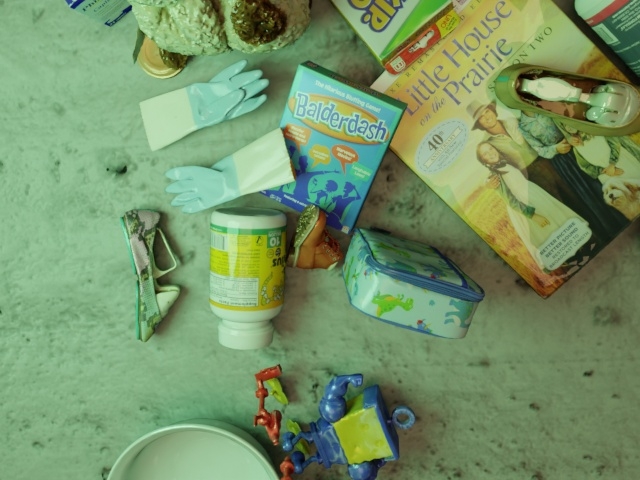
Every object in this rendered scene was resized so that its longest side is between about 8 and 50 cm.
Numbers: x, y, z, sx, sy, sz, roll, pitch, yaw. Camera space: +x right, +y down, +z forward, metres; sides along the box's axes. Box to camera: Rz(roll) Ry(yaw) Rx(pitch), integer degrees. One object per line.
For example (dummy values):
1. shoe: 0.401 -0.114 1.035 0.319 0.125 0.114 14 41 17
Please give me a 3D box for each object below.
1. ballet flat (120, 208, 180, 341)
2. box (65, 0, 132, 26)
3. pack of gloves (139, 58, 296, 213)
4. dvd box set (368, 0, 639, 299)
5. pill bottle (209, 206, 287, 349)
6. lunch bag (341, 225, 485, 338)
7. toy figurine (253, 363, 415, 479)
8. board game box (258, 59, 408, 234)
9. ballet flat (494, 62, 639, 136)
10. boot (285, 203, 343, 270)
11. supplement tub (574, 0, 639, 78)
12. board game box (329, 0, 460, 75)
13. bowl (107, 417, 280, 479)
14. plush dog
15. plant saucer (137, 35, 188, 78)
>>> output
1. ballet flat: -0.272 0.057 0.943 0.079 0.077 0.221 -7 100 -14
2. box: -0.337 -0.391 0.825 0.072 0.137 0.126 -34 96 8
3. pack of gloves: -0.154 -0.154 0.889 0.232 0.046 0.194 -15 88 24
4. dvd box set: 0.297 -0.161 0.861 0.420 0.062 0.307 44 100 -5
5. pill bottle: -0.114 0.057 0.902 0.118 0.117 0.208 4 100 3
6. lunch bag: 0.127 0.056 0.832 0.176 0.219 0.090 18 102 -7
7. toy figurine: 0.059 0.344 0.914 0.218 0.191 0.362 -22 99 3
8. board game box: 0.013 -0.133 0.855 0.160 0.047 0.210 25 119 6
9. ballet flat: 0.354 -0.188 0.784 0.233 0.073 0.079 10 101 1
10. boot: 0.000 0.000 0.881 0.085 0.158 0.059 15 62 -4
11. supplement tub: 0.495 -0.289 0.757 0.272 0.191 0.191 44 100 -4
12. board game box: 0.072 -0.367 0.820 0.124 0.039 0.259 -38 82 11
13. bowl: -0.191 0.415 0.965 0.298 0.134 0.297 1 100 5
14. plush dog: -0.125 -0.319 0.797 0.226 0.262 0.210 11 130 9
15. plant saucer: -0.248 -0.294 0.900 0.084 0.013 0.083 1 100 3
